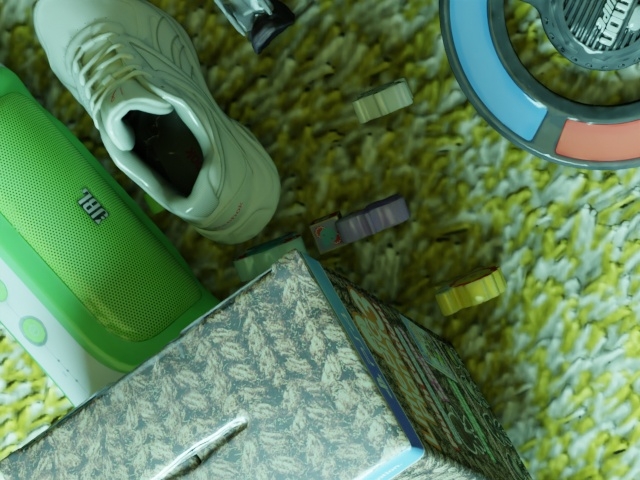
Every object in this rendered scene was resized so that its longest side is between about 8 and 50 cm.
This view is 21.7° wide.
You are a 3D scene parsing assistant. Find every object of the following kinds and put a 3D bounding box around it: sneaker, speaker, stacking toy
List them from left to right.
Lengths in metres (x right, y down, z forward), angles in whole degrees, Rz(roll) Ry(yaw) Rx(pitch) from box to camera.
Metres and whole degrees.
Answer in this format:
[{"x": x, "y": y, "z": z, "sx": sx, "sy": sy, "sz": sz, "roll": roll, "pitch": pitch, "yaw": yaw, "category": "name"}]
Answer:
[{"x": -0.185, "y": 0.006, "z": 1.156, "sx": 0.131, "sy": 0.131, "sz": 0.296, "roll": -42, "pitch": 90, "yaw": 11, "category": "speaker"}, {"x": -0.122, "y": -0.100, "z": 1.127, "sx": 0.090, "sy": 0.115, "sz": 0.232, "roll": -46, "pitch": 73, "yaw": 9, "category": "sneaker"}, {"x": 0.000, "y": 0.000, "z": 1.186, "sx": 0.221, "sy": 0.052, "sz": 0.167, "roll": -22, "pitch": 98, "yaw": 10, "category": "stacking toy"}]

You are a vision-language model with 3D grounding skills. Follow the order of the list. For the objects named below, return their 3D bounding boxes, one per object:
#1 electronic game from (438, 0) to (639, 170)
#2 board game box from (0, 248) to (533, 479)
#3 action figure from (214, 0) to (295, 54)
[{"x": 0.195, "y": -0.161, "z": 1.137, "sx": 0.229, "sy": 0.048, "sz": 0.229, "roll": 1, "pitch": 101, "yaw": 5, "category": "electronic game"}, {"x": -0.018, "y": 0.158, "z": 1.084, "sx": 0.232, "sy": 0.291, "sz": 0.141, "roll": -36, "pitch": 65, "yaw": 11, "category": "board game box"}, {"x": -0.103, "y": -0.264, "z": 1.122, "sx": 0.285, "sy": 0.099, "sz": 0.185, "roll": 46, "pitch": 107, "yaw": -1, "category": "action figure"}]
